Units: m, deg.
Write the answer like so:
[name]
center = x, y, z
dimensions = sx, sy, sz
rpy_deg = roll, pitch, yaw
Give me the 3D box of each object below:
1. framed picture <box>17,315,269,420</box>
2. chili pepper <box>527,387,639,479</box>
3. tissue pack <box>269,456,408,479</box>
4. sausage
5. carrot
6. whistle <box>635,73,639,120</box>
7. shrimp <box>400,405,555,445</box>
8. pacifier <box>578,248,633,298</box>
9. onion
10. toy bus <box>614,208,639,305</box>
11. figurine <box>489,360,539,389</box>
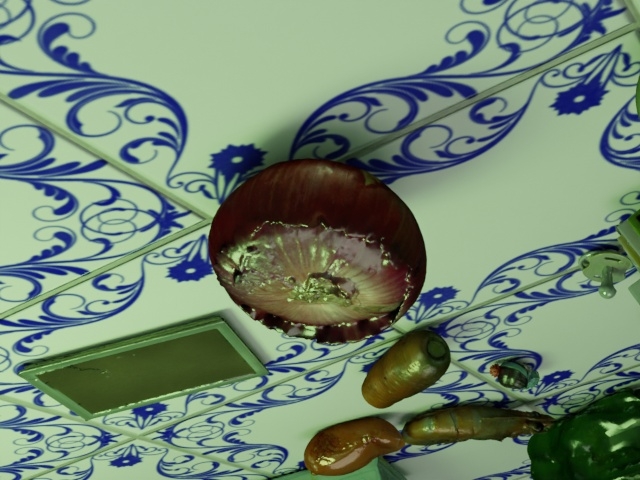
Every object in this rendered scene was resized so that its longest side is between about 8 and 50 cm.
[framed picture]
center = -0.240, 0.181, 1.610
dimensions = 0.293, 0.018, 0.231
rpy_deg = -15, 153, 7
[chili pepper]
center = 0.538, 0.393, 2.106
dimensions = 0.167, 0.213, 0.385
rpy_deg = -15, 172, -39
[tissue pack]
center = -0.015, 0.561, 2.276
dimensions = 0.388, 0.162, 0.287
rpy_deg = -18, 149, 13
[sausage]
center = 0.055, 0.355, 2.001
dimensions = 0.179, 0.089, 0.089
rpy_deg = -17, 153, 4
[carrot]
center = 0.121, 0.198, 1.713
dimensions = 0.087, 0.087, 0.193
rpy_deg = 4, 151, -28
[whistle]
center = 0.421, -0.127, 1.149
dimensions = 0.294, 0.141, 0.141
rpy_deg = 12, 145, -40
[shrimp]
center = 0.279, 0.341, 2.072
dimensions = 0.287, 0.063, 0.152
rpy_deg = 2, 153, -18
[pacifier]
center = 0.381, 0.047, 1.546
dimensions = 0.068, 0.064, 0.083
rpy_deg = 8, 151, 0
[onion]
center = -0.005, 0.008, 1.216
dimensions = 0.248, 0.161, 0.248
rpy_deg = -9, 142, -7
[toy bus]
center = 0.468, 0.039, 1.485
dimensions = 0.139, 0.113, 0.302
rpy_deg = -37, 147, 10
[figurine]
center = 0.321, 0.221, 1.882
dimensions = 0.060, 0.047, 0.106
rpy_deg = 15, 177, 33
